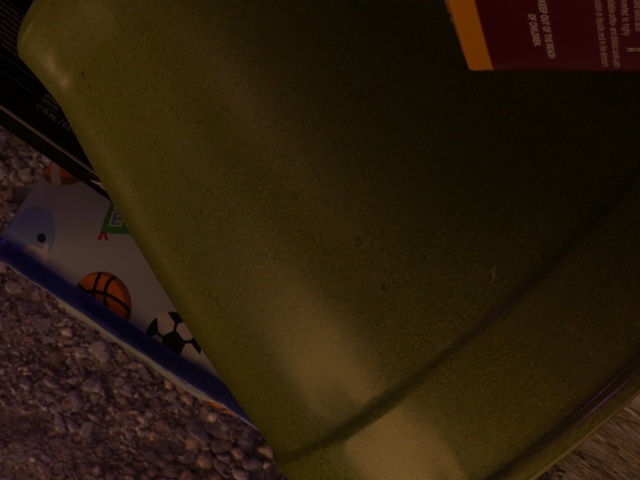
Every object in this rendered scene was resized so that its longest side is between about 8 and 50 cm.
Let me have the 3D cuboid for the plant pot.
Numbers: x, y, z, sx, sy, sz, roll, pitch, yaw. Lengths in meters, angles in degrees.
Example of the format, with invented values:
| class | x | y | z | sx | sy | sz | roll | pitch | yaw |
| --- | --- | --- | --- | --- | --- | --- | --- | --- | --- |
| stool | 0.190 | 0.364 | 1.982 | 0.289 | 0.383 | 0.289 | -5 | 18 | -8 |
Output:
| class | x | y | z | sx | sy | sz | roll | pitch | yaw |
| --- | --- | --- | --- | --- | --- | --- | --- | --- | --- |
| plant pot | 0.025 | -0.067 | 0.859 | 0.353 | 0.366 | 0.366 | 47 | 169 | -4 |

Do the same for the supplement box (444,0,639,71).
| class | x | y | z | sx | sy | sz | roll | pitch | yaw |
| --- | --- | --- | --- | --- | --- | --- | --- | --- | --- |
| supplement box | 0.147 | -0.124 | 0.550 | 0.188 | 0.104 | 0.081 | 3 | 162 | 15 |

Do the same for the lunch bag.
| class | x | y | z | sx | sy | sz | roll | pitch | yaw |
| --- | --- | --- | --- | --- | --- | --- | --- | --- | --- |
| lunch bag | 0.000 | 0.000 | 1.179 | 0.385 | 0.328 | 0.239 | 29 | 174 | 19 |

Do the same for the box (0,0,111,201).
| class | x | y | z | sx | sy | sz | roll | pitch | yaw |
| --- | --- | --- | --- | --- | --- | --- | --- | --- | --- |
| box | -0.169 | -0.158 | 1.003 | 0.261 | 0.184 | 0.103 | 37 | 172 | -26 |
